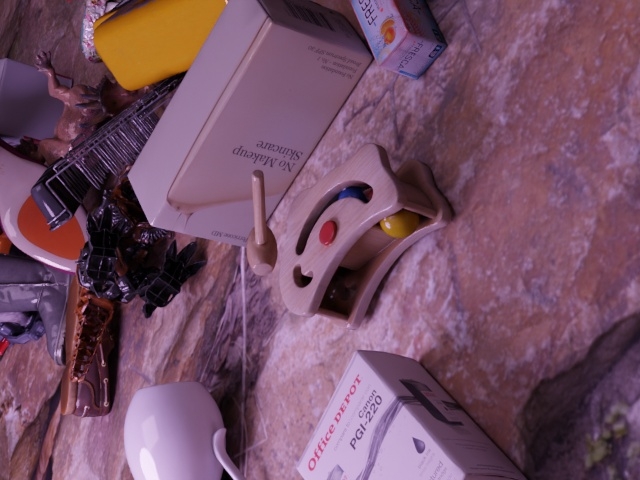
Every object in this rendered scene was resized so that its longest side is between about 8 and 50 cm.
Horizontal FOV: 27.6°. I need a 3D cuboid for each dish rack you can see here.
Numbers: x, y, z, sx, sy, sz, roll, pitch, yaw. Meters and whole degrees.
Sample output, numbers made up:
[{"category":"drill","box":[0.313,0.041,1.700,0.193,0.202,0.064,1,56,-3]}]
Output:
[{"category":"dish rack","box":[-0.284,-0.138,1.834,0.271,0.074,0.208,-36,15,7]}]

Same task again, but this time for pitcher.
[{"category":"pitcher","box":[-0.154,0.277,1.606,0.177,0.125,0.207,-15,76,28]}]

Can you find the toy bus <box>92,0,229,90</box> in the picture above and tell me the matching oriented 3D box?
[{"category":"toy bus","box":[-0.192,-0.292,1.769,0.332,0.108,0.130,-13,27,42]}]

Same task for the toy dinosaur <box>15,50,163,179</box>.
[{"category":"toy dinosaur","box":[-0.366,-0.161,2.015,0.200,0.127,0.296,43,119,42]}]

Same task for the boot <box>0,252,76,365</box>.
[{"category":"boot","box":[-0.468,0.101,2.007,0.076,0.208,0.190,78,-165,-62]}]

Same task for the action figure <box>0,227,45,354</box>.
[{"category":"action figure","box":[-0.584,0.073,2.182,0.341,0.178,0.330,-14,58,47]}]

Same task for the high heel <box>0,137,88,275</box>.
[{"category":"high heel","box":[-0.464,-0.067,2.051,0.127,0.181,0.377,-43,77,-8]}]

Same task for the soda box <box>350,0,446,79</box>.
[{"category":"soda box","box":[0.078,-0.272,1.504,0.058,0.063,0.183,-48,44,33]}]

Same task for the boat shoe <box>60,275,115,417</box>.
[{"category":"boat shoe","box":[-0.338,0.156,1.911,0.073,0.073,0.207,160,114,-66]}]

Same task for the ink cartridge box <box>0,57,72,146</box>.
[{"category":"ink cartridge box","box":[-0.530,-0.230,2.239,0.176,0.128,0.127,4,82,54]}]

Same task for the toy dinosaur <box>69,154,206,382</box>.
[{"category":"toy dinosaur","box":[-0.275,0.036,1.830,0.218,0.164,0.322,173,97,-65]}]

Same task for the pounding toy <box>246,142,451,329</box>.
[{"category":"pounding toy","box":[0.000,0.000,1.443,0.269,0.154,0.154,-35,48,42]}]

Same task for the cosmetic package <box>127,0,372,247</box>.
[{"category":"cosmetic package","box":[-0.091,-0.151,1.611,0.309,0.160,0.113,-57,41,26]}]

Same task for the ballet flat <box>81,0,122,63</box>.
[{"category":"ballet flat","box":[-0.320,-0.396,2.060,0.077,0.091,0.241,13,94,29]}]

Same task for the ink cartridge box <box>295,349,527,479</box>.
[{"category":"ink cartridge box","box":[0.085,0.234,1.311,0.218,0.092,0.159,47,116,51]}]
